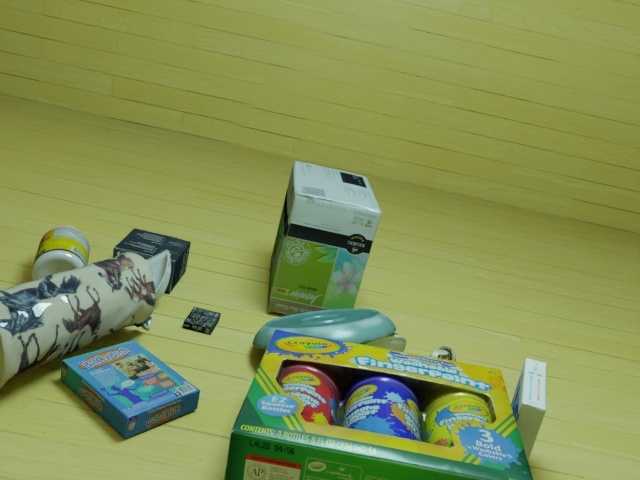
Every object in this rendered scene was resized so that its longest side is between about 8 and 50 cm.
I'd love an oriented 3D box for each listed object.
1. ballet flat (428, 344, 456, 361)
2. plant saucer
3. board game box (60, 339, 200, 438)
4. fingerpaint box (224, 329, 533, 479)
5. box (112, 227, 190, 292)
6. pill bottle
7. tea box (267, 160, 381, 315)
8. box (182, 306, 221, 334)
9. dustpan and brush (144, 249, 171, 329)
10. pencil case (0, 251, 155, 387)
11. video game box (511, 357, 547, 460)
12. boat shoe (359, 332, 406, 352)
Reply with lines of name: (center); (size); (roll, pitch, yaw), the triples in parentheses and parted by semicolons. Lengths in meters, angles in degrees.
ballet flat: (0.235, 0.291, 1.520); (0.086, 0.086, 0.248); (24, 23, 28)
plant saucer: (0.007, 0.190, 1.516); (0.318, 0.043, 0.317); (-5, 1, 0)
board game box: (-0.352, 0.267, 1.269); (0.210, 0.047, 0.160); (27, 25, 35)
fingerpaint box: (0.097, 0.325, 1.161); (0.445, 0.163, 0.371); (10, 17, 4)
box: (-0.430, 0.049, 1.749); (0.156, 0.093, 0.158); (13, 19, 0)
pill bottle: (-0.610, 0.040, 1.625); (0.117, 0.117, 0.215); (6, 20, -18)
tea box: (0.000, 0.000, 1.809); (0.220, 0.323, 0.329); (11, 19, -7)
box: (-0.273, 0.184, 1.587); (0.067, 0.018, 0.083); (14, 20, 2)
dustpan and brush: (-0.404, 0.121, 1.584); (0.211, 0.147, 0.060); (68, 7, 31)
pencil case: (-0.503, 0.151, 1.321); (0.160, 0.183, 0.410); (40, 28, 15)
video game box: (0.368, 0.346, 1.268); (0.048, 0.205, 0.187); (17, 19, 16)
boat shoe: (0.053, 0.245, 1.486); (0.320, 0.116, 0.099); (-11, 34, -38)
